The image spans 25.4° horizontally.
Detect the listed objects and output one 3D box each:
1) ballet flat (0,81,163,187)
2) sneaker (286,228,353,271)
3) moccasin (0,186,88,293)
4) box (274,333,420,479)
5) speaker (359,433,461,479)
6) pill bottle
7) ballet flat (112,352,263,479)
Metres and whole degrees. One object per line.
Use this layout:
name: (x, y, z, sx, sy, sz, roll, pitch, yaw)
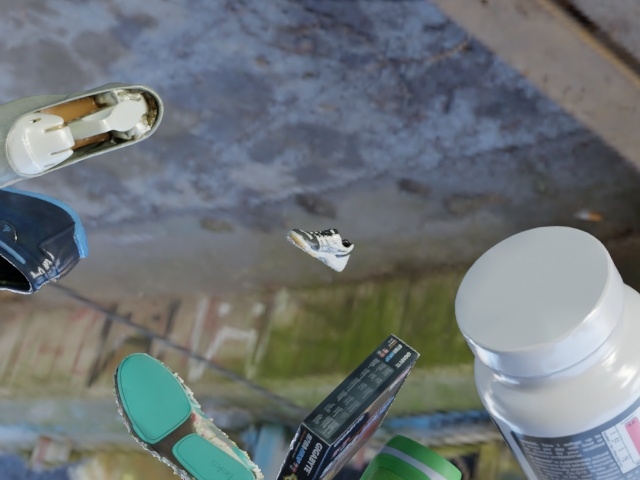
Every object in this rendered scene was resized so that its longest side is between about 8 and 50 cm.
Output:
ballet flat: (-0.229, -0.100, 1.278, 0.068, 0.213, 0.072, 3, 111, 43)
sneaker: (0.000, 0.000, 1.439, 0.083, 0.037, 0.032, 30, -176, -46)
moccasin: (-0.434, -0.011, 1.638, 0.342, 0.117, 0.138, 3, 128, 30)
box: (0.029, 0.243, 1.860, 0.051, 0.220, 0.175, 36, 134, 14)
speaker: (0.071, 0.415, 1.920, 0.131, 0.296, 0.131, 30, 167, 8)
pill bottle: (0.293, 0.169, 1.560, 0.210, 0.210, 0.363, -6, 135, 30)
ballet flat: (-0.151, 0.227, 1.577, 0.241, 0.091, 0.077, 46, 157, 29)
